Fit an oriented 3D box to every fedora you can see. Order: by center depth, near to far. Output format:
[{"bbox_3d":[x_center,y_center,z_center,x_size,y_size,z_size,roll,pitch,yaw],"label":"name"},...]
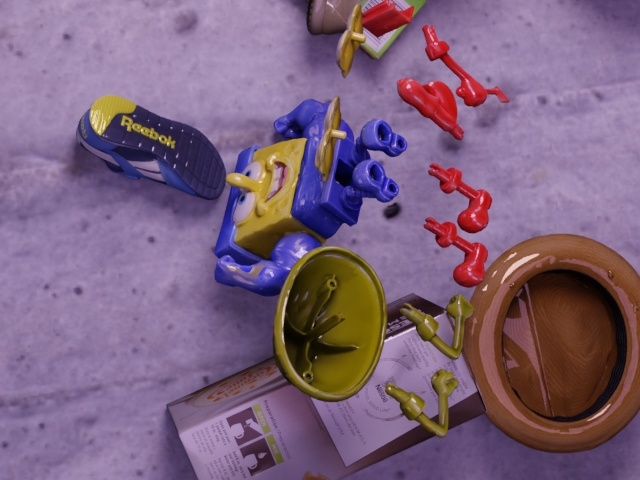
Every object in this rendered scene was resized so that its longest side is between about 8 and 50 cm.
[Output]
[{"bbox_3d":[0.208,0.091,1.569,0.194,0.079,0.194,0,89,-9],"label":"fedora"}]

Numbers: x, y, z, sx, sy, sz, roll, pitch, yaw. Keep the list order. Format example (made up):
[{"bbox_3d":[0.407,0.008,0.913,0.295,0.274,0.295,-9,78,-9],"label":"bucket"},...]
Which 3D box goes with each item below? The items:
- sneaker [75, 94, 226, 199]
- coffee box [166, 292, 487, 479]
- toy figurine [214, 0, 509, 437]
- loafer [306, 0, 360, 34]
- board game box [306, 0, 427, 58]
[{"bbox_3d":[-0.146,-0.077,1.513,0.144,0.059,0.053,30,58,-26],"label":"sneaker"},{"bbox_3d":[0.002,0.143,1.509,0.247,0.141,0.098,-24,99,-6],"label":"coffee box"},{"bbox_3d":[0.000,0.000,1.469,0.191,0.217,0.362,30,58,-33],"label":"toy figurine"},{"bbox_3d":[0.023,-0.244,1.489,0.050,0.056,0.148,10,103,-10],"label":"loafer"},{"bbox_3d":[0.085,-0.296,1.535,0.124,0.039,0.259,40,91,-11],"label":"board game box"}]
